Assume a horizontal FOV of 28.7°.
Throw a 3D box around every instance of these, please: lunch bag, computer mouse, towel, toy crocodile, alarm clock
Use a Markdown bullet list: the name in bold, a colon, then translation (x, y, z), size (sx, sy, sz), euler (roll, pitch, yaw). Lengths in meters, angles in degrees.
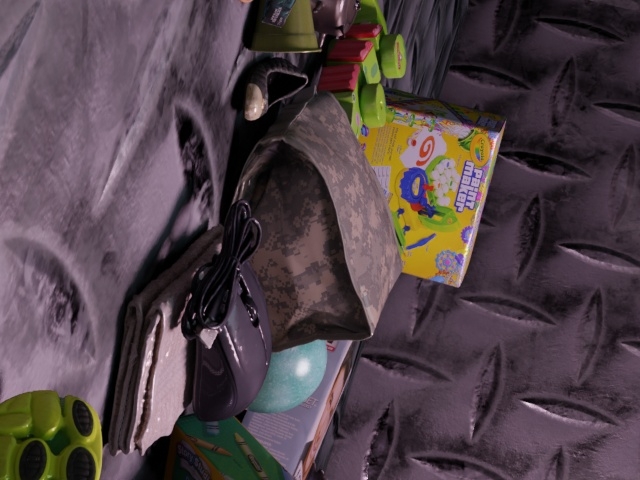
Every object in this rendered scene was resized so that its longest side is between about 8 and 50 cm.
- **lunch bag**: translation (-0.014, -0.036, 1.598), size (0.235, 0.168, 0.287), euler (-57, 135, -65)
- **computer mouse**: translation (-0.093, 0.108, 1.375), size (0.272, 0.072, 0.188), euler (96, 10, -47)
- **towel**: translation (-0.155, 0.106, 1.365), size (0.282, 0.049, 0.187), euler (-54, 158, -67)
- **toy crocodile**: translation (0.046, -0.246, 1.836), size (0.341, 0.115, 0.105), euler (-69, 151, -45)
- **alarm clock**: translation (0.030, -0.362, 1.708), size (0.129, 0.064, 0.192), euler (81, 22, -69)

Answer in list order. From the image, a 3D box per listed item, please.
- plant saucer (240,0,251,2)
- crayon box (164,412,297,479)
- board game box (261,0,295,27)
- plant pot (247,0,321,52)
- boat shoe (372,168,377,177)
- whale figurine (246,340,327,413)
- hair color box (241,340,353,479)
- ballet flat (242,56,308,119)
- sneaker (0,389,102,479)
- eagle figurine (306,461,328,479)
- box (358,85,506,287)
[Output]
- **plant saucer**: translation (-0.066, -0.332, 1.210), size (0.200, 0.037, 0.200), euler (14, 90, -82)
- **crayon box**: translation (-0.089, 0.347, 1.511), size (0.081, 0.278, 0.165), euler (-8, 122, -36)
- **board game box**: translation (-0.022, -0.336, 1.327), size (0.126, 0.026, 0.186), euler (134, -31, -70)
- **plant pot**: translation (-0.040, -0.254, 1.411), size (0.083, 0.083, 0.079), euler (-44, 136, -74)
- **boat shoe**: translation (0.000, 0.000, 2.007), size (0.098, 0.109, 0.302), euler (101, 14, -61)
- **whale figurine**: translation (-0.045, 0.123, 1.784), size (0.216, 0.141, 0.272), euler (96, 12, -47)
- **hair color box**: translation (-0.062, 0.317, 2.031), size (0.185, 0.113, 0.374), euler (92, 19, -61)
- **ballet flat**: translation (-0.056, -0.183, 1.485), size (0.173, 0.049, 0.057), euler (-57, 160, -63)
- **sneaker**: translation (-0.248, 0.246, 0.914), size (0.123, 0.109, 0.296), euler (-42, -152, 61)
- **eagle figurine**: translation (-0.083, 0.530, 2.125), size (0.298, 0.226, 0.225), euler (-62, 145, -36)
- **box**: translation (0.162, -0.105, 2.260), size (0.177, 0.279, 0.290), euler (-49, 153, -71)
